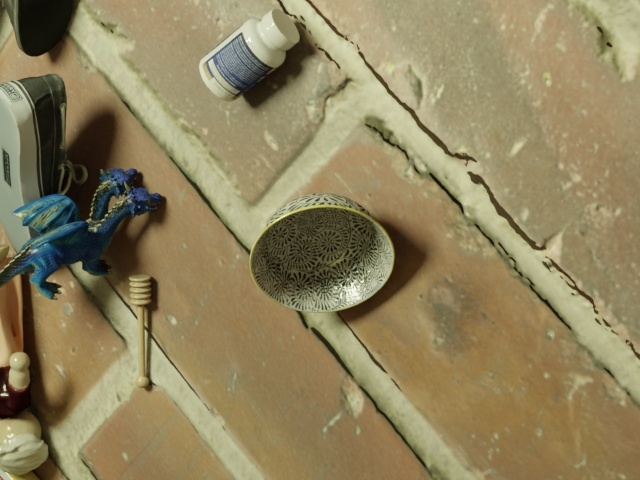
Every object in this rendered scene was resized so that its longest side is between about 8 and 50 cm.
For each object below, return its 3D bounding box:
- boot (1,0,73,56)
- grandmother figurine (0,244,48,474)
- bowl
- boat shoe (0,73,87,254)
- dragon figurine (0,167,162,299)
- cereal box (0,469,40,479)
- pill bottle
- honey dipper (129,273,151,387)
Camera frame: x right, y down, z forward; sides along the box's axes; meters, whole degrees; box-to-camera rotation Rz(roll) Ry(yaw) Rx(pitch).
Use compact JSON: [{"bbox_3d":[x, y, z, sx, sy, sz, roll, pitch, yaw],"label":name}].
[{"bbox_3d":[-0.449,-0.401,1.415,0.229,0.091,0.263,30,136,31],"label":"boot"},{"bbox_3d":[-0.467,0.180,1.530,0.208,0.104,0.342,7,107,63],"label":"grandmother figurine"},{"bbox_3d":[0.000,0.000,1.233,0.170,0.080,0.170,-2,132,-2],"label":"bowl"},{"bbox_3d":[-0.386,-0.098,1.429,0.113,0.105,0.306,40,140,32],"label":"boat shoe"},{"bbox_3d":[-0.351,-0.004,1.376,0.085,0.289,0.144,50,149,36],"label":"dragon figurine"},{"bbox_3d":[-0.473,0.475,1.604,0.173,0.047,0.240,42,114,17],"label":"cereal box"},{"bbox_3d":[-0.085,-0.227,1.268,0.120,0.067,0.067,-33,81,29],"label":"pill bottle"},{"bbox_3d":[-0.246,0.127,1.437,0.030,0.030,0.160,6,104,28],"label":"honey dipper"}]
